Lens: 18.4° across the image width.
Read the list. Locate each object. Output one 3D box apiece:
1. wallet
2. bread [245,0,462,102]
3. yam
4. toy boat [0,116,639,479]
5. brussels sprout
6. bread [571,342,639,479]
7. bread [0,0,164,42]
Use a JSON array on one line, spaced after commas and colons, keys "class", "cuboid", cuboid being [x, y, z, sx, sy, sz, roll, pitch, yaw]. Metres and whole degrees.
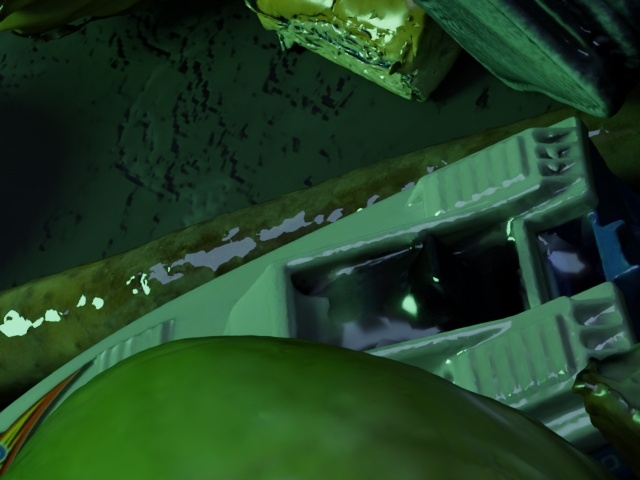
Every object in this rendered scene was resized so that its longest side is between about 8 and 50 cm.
[{"class": "wallet", "cuboid": [0.010, -0.121, 0.644, 0.036, 0.222, 0.167, -51, 9, 3]}, {"class": "bread", "cuboid": [0.018, -0.104, 0.780, 0.106, 0.053, 0.072, 32, 80, 41]}, {"class": "yam", "cuboid": [0.000, 0.000, 0.710, 0.327, 0.045, 0.045, -18, 69, 22]}, {"class": "toy boat", "cuboid": [-0.028, 0.066, 0.639, 0.295, 0.088, 0.129, -23, 44, 17]}, {"class": "brussels sprout", "cuboid": [-0.003, 0.139, 0.467, 0.244, 0.244, 0.244, -20, 46, 21]}, {"class": "bread", "cuboid": [0.142, 0.069, 0.490, 0.156, 0.110, 0.103, -12, 27, -22]}, {"class": "bread", "cuboid": [-0.045, -0.239, 0.856, 0.324, 0.167, 0.277, -41, 39, 16]}]
